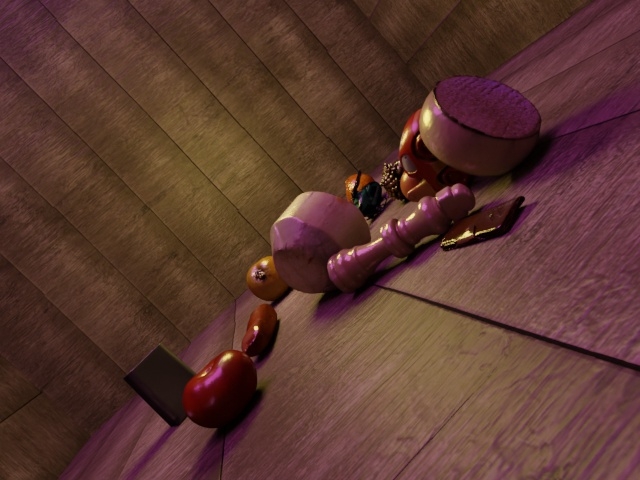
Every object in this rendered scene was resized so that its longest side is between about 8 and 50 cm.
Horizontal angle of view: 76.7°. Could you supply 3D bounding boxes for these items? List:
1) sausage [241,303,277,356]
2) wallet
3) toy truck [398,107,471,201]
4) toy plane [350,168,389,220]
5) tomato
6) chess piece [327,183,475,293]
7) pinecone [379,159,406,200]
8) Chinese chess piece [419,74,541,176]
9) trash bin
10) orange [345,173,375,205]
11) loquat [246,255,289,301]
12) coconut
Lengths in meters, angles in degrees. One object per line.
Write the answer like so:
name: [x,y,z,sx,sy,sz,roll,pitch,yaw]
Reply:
sausage: [-0.203,0.300,1.381,0.097,0.094,0.348,-55,8,5]
wallet: [0.309,-0.030,0.796,0.095,0.026,0.176,-48,8,-23]
toy truck: [0.300,-0.230,1.155,0.239,0.265,0.189,-23,30,44]
toy plane: [0.179,-0.142,1.717,0.106,0.155,0.381,-32,30,54]
tomato: [-0.241,0.367,0.998,0.195,0.136,0.195,-39,7,6]
chess piece: [0.193,-0.007,0.988,0.397,0.117,0.117,-36,9,30]
pinecone: [0.310,-0.231,1.531,0.173,0.173,0.173,-42,7,6]
Chinese chess piece: [0.369,-0.273,0.945,0.270,0.270,0.112,-47,-18,-35]
trash bin: [-0.539,0.502,1.412,0.122,0.240,0.164,-38,10,47]
orange: [0.208,-0.239,1.994,0.161,0.193,0.193,-17,15,17]
loquat: [-0.234,0.176,1.855,0.208,0.208,0.208,-42,7,6]
coconut: [0.000,0.000,1.273,0.323,0.323,0.323,-42,7,6]
